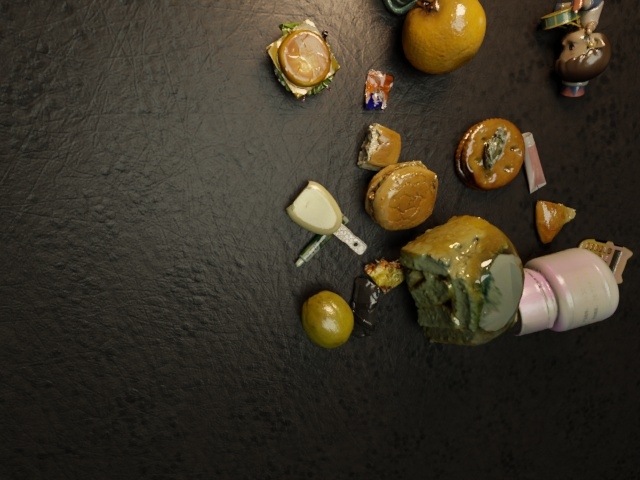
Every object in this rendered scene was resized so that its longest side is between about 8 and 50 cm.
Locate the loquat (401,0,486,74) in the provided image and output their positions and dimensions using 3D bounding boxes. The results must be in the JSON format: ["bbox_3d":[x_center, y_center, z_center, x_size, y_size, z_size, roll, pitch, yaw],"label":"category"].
[{"bbox_3d":[0.315,-0.540,1.045,0.208,0.208,0.208,-3,103,-14],"label":"loquat"}]

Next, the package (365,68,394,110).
[{"bbox_3d":[0.162,-0.413,1.128,0.077,0.033,0.110,7,87,7],"label":"package"}]

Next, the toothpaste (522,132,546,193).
[{"bbox_3d":[0.677,-0.249,1.297,0.067,0.043,0.194,-32,114,-8],"label":"toothpaste"}]

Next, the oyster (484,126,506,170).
[{"bbox_3d":[0.509,-0.271,1.186,0.100,0.037,0.098,-48,130,-19],"label":"oyster"}]

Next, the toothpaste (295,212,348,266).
[{"bbox_3d":[0.000,0.000,1.182,0.204,0.031,0.049,-47,110,-2],"label":"toothpaste"}]

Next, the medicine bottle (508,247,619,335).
[{"bbox_3d":[0.734,0.171,1.300,0.302,0.241,0.241,-15,106,-2],"label":"medicine bottle"}]

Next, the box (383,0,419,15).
[{"bbox_3d":[0.301,-0.735,1.010,0.312,0.182,0.175,-35,109,-5],"label":"box"}]

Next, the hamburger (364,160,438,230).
[{"bbox_3d":[0.229,-0.124,1.155,0.214,0.108,0.213,-14,129,-18],"label":"hamburger"}]

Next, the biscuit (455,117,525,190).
[{"bbox_3d":[0.518,-0.258,1.237,0.221,0.066,0.220,-3,104,-13],"label":"biscuit"}]

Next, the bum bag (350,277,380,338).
[{"bbox_3d":[0.135,0.210,1.253,0.087,0.049,0.197,13,103,25],"label":"bum bag"}]

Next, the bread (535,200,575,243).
[{"bbox_3d":[0.766,-0.085,1.351,0.136,0.054,0.154,42,87,-16],"label":"bread"}]

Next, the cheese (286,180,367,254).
[{"bbox_3d":[0.031,-0.049,1.144,0.251,0.054,0.127,39,92,-8],"label":"cheese"}]

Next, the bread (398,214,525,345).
[{"bbox_3d":[0.419,0.152,1.142,0.239,0.264,0.395,-28,113,-22],"label":"bread"}]

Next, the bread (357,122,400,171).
[{"bbox_3d":[0.170,-0.257,1.138,0.106,0.082,0.125,11,98,-12],"label":"bread"}]

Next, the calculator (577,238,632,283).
[{"bbox_3d":[1.002,0.075,1.460,0.237,0.033,0.157,12,100,-15],"label":"calculator"}]

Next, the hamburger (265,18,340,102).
[{"bbox_3d":[-0.048,-0.456,1.030,0.164,0.093,0.189,-26,109,-10],"label":"hamburger"}]

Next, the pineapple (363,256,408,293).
[{"bbox_3d":[0.196,0.109,1.247,0.137,0.069,0.116,7,107,-7],"label":"pineapple"}]

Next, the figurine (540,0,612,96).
[{"bbox_3d":[0.752,-0.564,1.190,0.158,0.161,0.275,-18,106,14],"label":"figurine"}]

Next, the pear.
[{"bbox_3d":[0.019,0.228,1.182,0.149,0.149,0.162,-31,90,-6],"label":"pear"}]
